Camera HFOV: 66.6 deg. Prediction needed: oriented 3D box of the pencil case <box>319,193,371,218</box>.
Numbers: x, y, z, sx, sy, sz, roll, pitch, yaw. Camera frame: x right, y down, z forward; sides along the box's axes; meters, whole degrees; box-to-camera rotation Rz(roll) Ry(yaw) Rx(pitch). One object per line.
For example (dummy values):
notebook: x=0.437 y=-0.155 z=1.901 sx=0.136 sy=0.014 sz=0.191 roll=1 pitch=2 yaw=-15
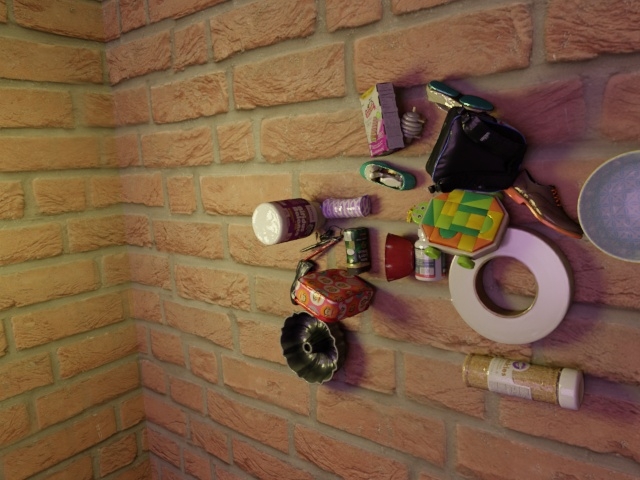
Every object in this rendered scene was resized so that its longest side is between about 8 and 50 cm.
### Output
pencil case: x=0.102 y=-0.133 z=1.940 sx=0.205 sy=0.086 sz=0.088 roll=1 pitch=76 yaw=37

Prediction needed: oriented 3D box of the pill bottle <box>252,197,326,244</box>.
pill bottle: x=-0.116 y=-0.084 z=1.978 sx=0.169 sy=0.301 sz=0.170 roll=9 pitch=105 yaw=38

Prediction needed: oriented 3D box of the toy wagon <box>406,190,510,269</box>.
toy wagon: x=0.432 y=-0.062 z=1.606 sx=0.344 sy=0.068 sz=0.268 roll=17 pitch=74 yaw=36

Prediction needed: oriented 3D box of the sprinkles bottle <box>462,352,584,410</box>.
sprinkles bottle: x=0.650 y=0.452 z=1.584 sx=0.355 sy=0.121 sz=0.122 roll=1 pitch=99 yaw=39

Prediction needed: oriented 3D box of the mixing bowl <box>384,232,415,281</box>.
mixing bowl: x=0.296 y=0.063 z=1.778 sx=0.098 sy=0.181 sz=0.182 roll=1 pitch=100 yaw=19

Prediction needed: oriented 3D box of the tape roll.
tape roll: x=0.611 y=0.144 z=1.590 sx=0.391 sy=0.072 sz=0.393 roll=8 pitch=104 yaw=37

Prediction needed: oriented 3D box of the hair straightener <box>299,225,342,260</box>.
hair straightener: x=0.000 y=0.000 z=2.053 sx=0.230 sy=0.047 sz=0.089 roll=-32 pitch=78 yaw=31

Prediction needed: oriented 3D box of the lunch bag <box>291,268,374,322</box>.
lunch bag: x=0.039 y=0.198 z=1.915 sx=0.258 sy=0.293 sz=0.120 roll=30 pitch=115 yaw=35

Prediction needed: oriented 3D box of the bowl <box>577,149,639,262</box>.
bowl: x=0.856 y=-0.095 z=1.291 sx=0.289 sy=0.156 sz=0.290 roll=9 pitch=104 yaw=38

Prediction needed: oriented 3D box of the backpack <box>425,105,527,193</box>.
backpack: x=0.482 y=-0.271 z=1.507 sx=0.263 sy=0.213 sz=0.277 roll=15 pitch=122 yaw=-5

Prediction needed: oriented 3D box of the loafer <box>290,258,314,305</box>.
loafer: x=-0.078 y=0.191 z=2.146 sx=0.078 sy=0.076 sz=0.224 roll=29 pitch=112 yaw=40

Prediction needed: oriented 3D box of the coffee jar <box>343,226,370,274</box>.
coffee jar: x=0.145 y=0.042 z=1.927 sx=0.079 sy=0.096 sz=0.185 roll=1 pitch=100 yaw=41

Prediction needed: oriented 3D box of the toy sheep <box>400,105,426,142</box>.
toy sheep: x=0.319 y=-0.406 z=1.709 sx=0.091 sy=0.091 sz=0.132 roll=29 pitch=121 yaw=31

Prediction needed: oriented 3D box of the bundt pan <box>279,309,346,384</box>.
bundt pan: x=-0.021 y=0.450 z=2.121 sx=0.330 sy=0.124 sz=0.331 roll=8 pitch=103 yaw=37

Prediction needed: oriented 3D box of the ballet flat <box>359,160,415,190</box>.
ballet flat: x=0.232 y=-0.242 z=1.807 sx=0.247 sy=0.087 sz=0.083 roll=22 pitch=112 yaw=34

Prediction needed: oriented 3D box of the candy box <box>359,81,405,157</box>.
candy box: x=0.218 y=-0.427 z=1.748 sx=0.159 sy=0.071 sz=0.234 roll=174 pitch=86 yaw=-73

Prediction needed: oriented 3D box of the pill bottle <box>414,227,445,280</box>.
pill bottle: x=0.388 y=0.045 z=1.725 sx=0.107 sy=0.107 sz=0.180 roll=4 pitch=101 yaw=38

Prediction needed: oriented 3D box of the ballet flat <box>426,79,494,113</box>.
ballet flat: x=0.454 y=-0.449 z=1.606 sx=0.248 sy=0.086 sz=0.086 roll=37 pitch=120 yaw=29

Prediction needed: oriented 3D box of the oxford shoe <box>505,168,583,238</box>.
oxford shoe: x=0.686 y=-0.111 z=1.467 sx=0.271 sy=0.096 sz=0.098 roll=45 pitch=117 yaw=23
